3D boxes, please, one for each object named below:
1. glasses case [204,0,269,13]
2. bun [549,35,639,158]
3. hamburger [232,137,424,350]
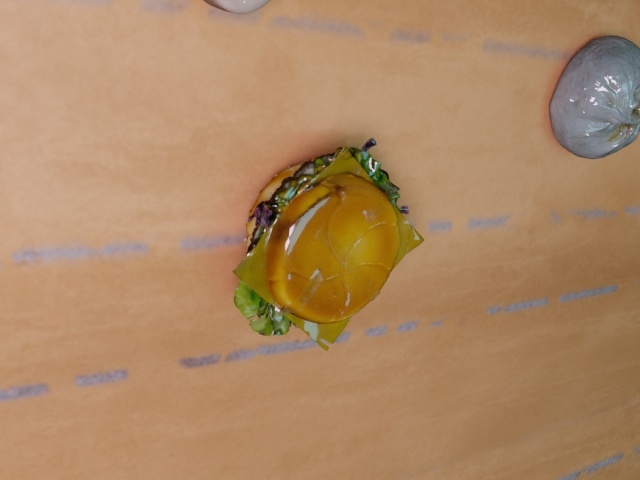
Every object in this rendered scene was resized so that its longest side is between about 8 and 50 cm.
[{"bbox_3d":[-0.092,-0.247,0.493,0.083,0.050,0.196,-50,130,-9],"label":"glasses case"},{"bbox_3d":[0.331,-0.158,0.822,0.140,0.083,0.141,-18,123,-31],"label":"bun"},{"bbox_3d":[-0.004,0.001,0.647,0.189,0.093,0.164,-42,127,-15],"label":"hamburger"}]
